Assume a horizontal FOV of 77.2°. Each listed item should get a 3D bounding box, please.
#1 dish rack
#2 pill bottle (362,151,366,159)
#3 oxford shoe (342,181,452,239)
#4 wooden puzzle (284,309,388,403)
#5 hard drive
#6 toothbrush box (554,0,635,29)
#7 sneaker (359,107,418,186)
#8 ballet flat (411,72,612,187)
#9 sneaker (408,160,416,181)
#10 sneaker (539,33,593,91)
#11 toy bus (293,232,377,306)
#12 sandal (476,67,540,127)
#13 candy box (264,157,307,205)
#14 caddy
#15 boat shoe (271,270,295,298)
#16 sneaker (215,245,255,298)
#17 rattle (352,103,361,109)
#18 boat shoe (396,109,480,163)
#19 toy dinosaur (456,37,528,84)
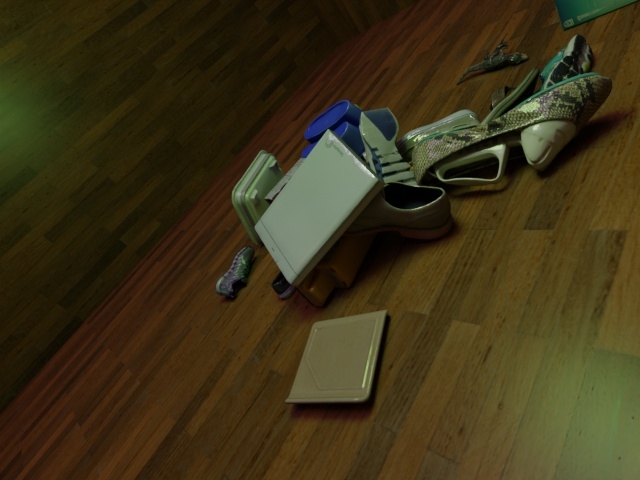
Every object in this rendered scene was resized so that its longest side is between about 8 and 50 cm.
[{"bbox_3d":[-0.217,-0.176,1.627,0.072,0.285,0.333,1,45,23],"label":"dish rack"},{"bbox_3d":[0.208,-0.342,1.553,0.083,0.043,0.043,-31,30,18],"label":"pill bottle"},{"bbox_3d":[0.139,-0.100,1.051,0.397,0.146,0.140,1,55,19],"label":"oxford shoe"},{"bbox_3d":[0.043,0.269,0.918,0.221,0.044,0.238,-18,32,37],"label":"wooden puzzle"},{"bbox_3d":[-0.019,-0.087,1.057,0.353,0.047,0.233,-50,54,19],"label":"hard drive"},{"bbox_3d":[0.933,-0.838,1.275,0.295,0.126,0.216,-4,45,46],"label":"toothbrush box"},{"bbox_3d":[0.183,-0.237,1.255,0.127,0.315,0.182,-11,-17,-16],"label":"sneaker"},{"bbox_3d":[0.456,-0.230,1.005,0.483,0.164,0.182,-15,59,37],"label":"ballet flat"},{"bbox_3d":[0.292,-0.185,1.211,0.064,0.067,0.175,-32,31,13],"label":"sneaker"},{"bbox_3d":[0.674,-0.457,1.122,0.275,0.107,0.110,-52,10,-27],"label":"sneaker"},{"bbox_3d":[0.058,0.029,1.157,0.130,0.108,0.332,-4,46,45],"label":"toy bus"},{"bbox_3d":[0.512,-0.387,1.149,0.303,0.120,0.086,-43,65,-1],"label":"sandal"},{"bbox_3d":[-0.087,-0.190,1.581,0.233,0.159,0.071,-50,32,-16],"label":"candy box"},{"bbox_3d":[0.079,-0.418,1.679,0.341,0.179,0.241,-21,53,43],"label":"caddy"},{"bbox_3d":[-0.096,0.079,1.305,0.080,0.076,0.228,-10,42,44],"label":"boat shoe"},{"bbox_3d":[-0.294,0.124,1.510,0.098,0.083,0.223,16,61,30],"label":"sneaker"},{"bbox_3d":[0.120,-0.548,1.924,0.143,0.130,0.199,-12,65,58],"label":"rattle"},{"bbox_3d":[0.358,-0.312,1.269,0.302,0.109,0.094,-29,33,17],"label":"boat shoe"},{"bbox_3d":[0.629,-0.663,1.474,0.268,0.064,0.118,-1,55,54],"label":"toy dinosaur"}]
